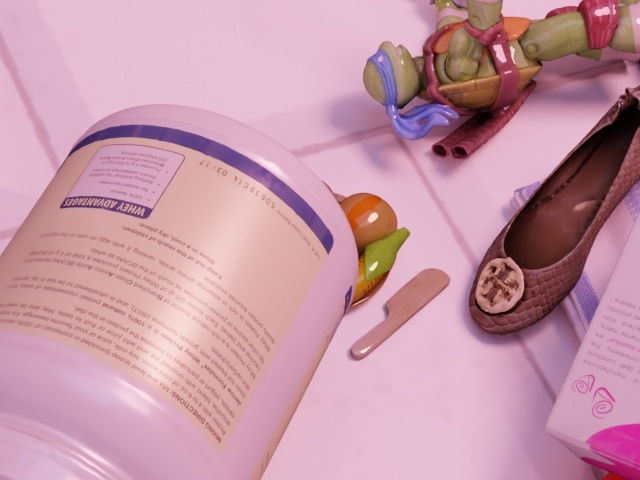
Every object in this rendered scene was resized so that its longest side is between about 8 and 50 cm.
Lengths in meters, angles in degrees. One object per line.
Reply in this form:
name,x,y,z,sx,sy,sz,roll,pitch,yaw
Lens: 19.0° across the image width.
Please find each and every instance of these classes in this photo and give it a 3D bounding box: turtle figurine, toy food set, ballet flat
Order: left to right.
toy food set,0.000,0.000,1.537,0.192,0.038,0.132,36,57,19
turtle figurine,0.158,-0.219,1.628,0.266,0.198,0.275,-5,57,-14
ballet flat,0.201,-0.032,1.513,0.250,0.058,0.084,-48,55,0

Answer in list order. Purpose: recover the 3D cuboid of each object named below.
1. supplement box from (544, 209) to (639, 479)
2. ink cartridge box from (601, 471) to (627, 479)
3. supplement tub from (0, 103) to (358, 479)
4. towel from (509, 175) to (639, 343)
supplement box,0.268,0.071,1.404,0.111,0.114,0.220,21,80,28
ink cartridge box,0.305,0.201,1.424,0.179,0.045,0.145,37,56,16
supplement tub,-0.133,0.090,1.326,0.235,0.235,0.325,22,53,9
towel,0.306,-0.026,1.510,0.285,0.034,0.209,-30,56,14
